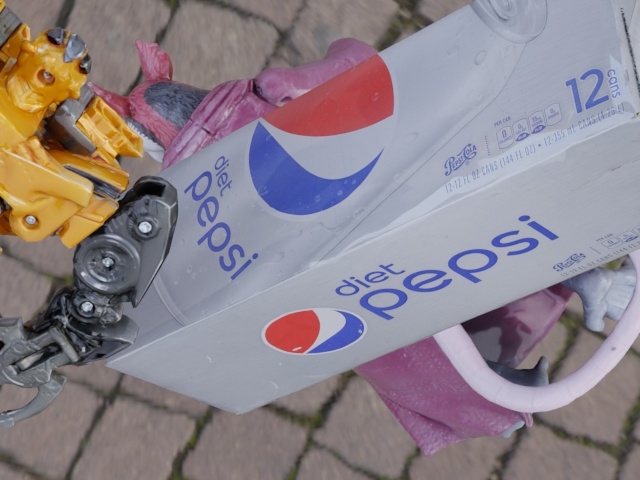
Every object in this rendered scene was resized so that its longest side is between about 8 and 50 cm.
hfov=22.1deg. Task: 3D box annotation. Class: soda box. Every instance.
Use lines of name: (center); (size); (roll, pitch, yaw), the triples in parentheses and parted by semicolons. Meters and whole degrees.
soda box: (0.034, -0.017, 0.727); (0.286, 0.091, 0.098); (-26, 145, 32)

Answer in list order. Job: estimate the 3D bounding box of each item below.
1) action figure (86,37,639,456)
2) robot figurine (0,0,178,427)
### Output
action figure: (0.000, 0.000, 1.065); (0.370, 0.276, 0.248); (33, 95, -2)
robot figurine: (-0.198, 0.001, 0.678); (0.291, 0.085, 0.211); (-37, 110, 21)
